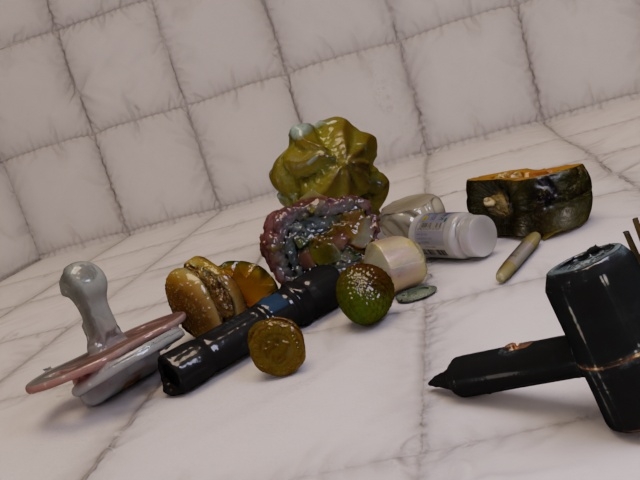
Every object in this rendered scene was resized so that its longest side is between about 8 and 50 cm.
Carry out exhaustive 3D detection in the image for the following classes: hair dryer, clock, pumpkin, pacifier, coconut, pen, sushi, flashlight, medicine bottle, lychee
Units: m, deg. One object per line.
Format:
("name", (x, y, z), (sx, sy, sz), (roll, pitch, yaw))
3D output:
("hair dryer", (0.246, 0.134, 0.884), (0.107, 0.189, 0.352), (-25, 1, -42))
("clock", (0.188, 0.103, 1.431), (0.083, 0.010, 0.074), (-16, 11, -1))
("pumpkin", (0.449, -0.089, 1.646), (0.222, 0.139, 0.317), (-19, 13, -24))
("pacifier", (-0.410, 0.188, 1.389), (0.273, 0.220, 0.332), (40, 39, 20))
("coconut", (0.143, 0.052, 1.482), (0.122, 0.116, 0.116), (-16, 11, -18))
("pen", (0.388, 0.032, 1.437), (0.040, 0.032, 0.233), (-37, -3, 40))
("sushi", (0.000, 0.000, 1.645), (0.270, 0.236, 0.171), (-16, 1, -9))
("pumpkin", (-0.185, 0.094, 1.702), (0.254, 0.130, 0.149), (-12, 13, 27))
("flashlight", (-0.121, 0.167, 1.393), (0.424, 0.103, 0.103), (-28, 16, -36))
("medicine bottle", (0.287, -0.011, 1.594), (0.103, 0.102, 0.187), (-24, 13, -30))
("lychee", (0.082, 0.097, 1.356), (0.114, 0.114, 0.146), (-15, 24, 7))

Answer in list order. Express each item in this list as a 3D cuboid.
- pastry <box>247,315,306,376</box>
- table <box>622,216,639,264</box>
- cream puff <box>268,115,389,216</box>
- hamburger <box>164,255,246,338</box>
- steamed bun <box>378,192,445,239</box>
("pastry", (-0.074, 0.180, 1.240), (0.109, 0.097, 0.057), (19, 8, 8))
("table", (0.561, 0.017, 1.070), (0.240, 0.111, 0.121), (-8, 14, 36))
("cream puff", (0.053, -0.157, 1.960), (0.378, 0.378, 0.275), (-27, 9, -40))
("hamburger", (-0.242, 0.127, 1.531), (0.191, 0.182, 0.118), (9, 43, 47))
("steamed bun", (0.232, -0.048, 1.836), (0.183, 0.106, 0.183), (-19, 13, 5))
